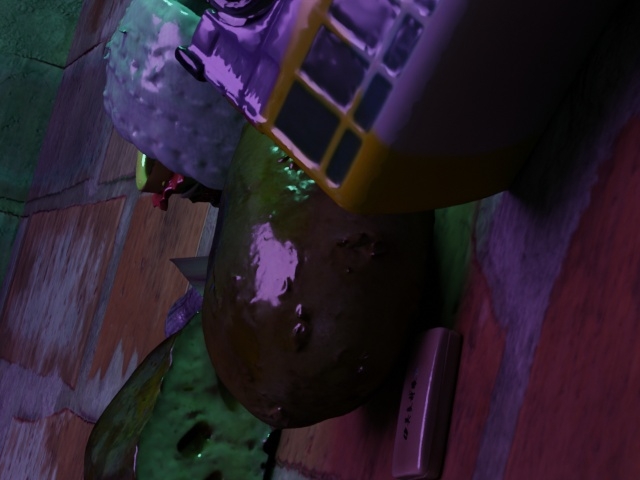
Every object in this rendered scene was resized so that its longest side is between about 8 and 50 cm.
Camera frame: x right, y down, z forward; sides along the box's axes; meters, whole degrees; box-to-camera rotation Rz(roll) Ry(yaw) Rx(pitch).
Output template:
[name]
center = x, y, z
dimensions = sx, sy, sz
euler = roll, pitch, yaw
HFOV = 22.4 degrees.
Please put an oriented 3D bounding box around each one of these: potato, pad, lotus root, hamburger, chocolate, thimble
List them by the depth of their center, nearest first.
[potato]
center = 0.000, 0.000, 1.307
dimensions = 0.210, 0.173, 0.308
euler = 120, 158, -59
[pad]
center = -0.079, 0.034, 1.597
dimensions = 0.188, 0.113, 0.006
euler = -145, 51, -71
[lotus root]
center = -0.148, 0.192, 1.608
dimensions = 0.260, 0.149, 0.267
euler = -22, 50, 65
[thimble]
center = -0.095, -0.164, 1.608
dimensions = 0.172, 0.250, 0.205
euler = -64, -12, 23
[chocolate]
center = -0.118, 0.075, 1.731
dimensions = 0.167, 0.072, 0.072
euler = -48, 31, 47
[hamburger]
center = -0.125, -0.113, 1.805
dimensions = 0.175, 0.136, 0.175
euler = -168, 90, -72

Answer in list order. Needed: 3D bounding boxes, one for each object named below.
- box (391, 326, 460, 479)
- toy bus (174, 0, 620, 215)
[box]
center = 0.078, 0.123, 1.211
dimensions = 0.048, 0.025, 0.115
euler = 149, 134, -65
[toy bus]
center = 0.108, -0.248, 1.085
dimensions = 0.249, 0.209, 0.440
euler = 45, 123, 28
